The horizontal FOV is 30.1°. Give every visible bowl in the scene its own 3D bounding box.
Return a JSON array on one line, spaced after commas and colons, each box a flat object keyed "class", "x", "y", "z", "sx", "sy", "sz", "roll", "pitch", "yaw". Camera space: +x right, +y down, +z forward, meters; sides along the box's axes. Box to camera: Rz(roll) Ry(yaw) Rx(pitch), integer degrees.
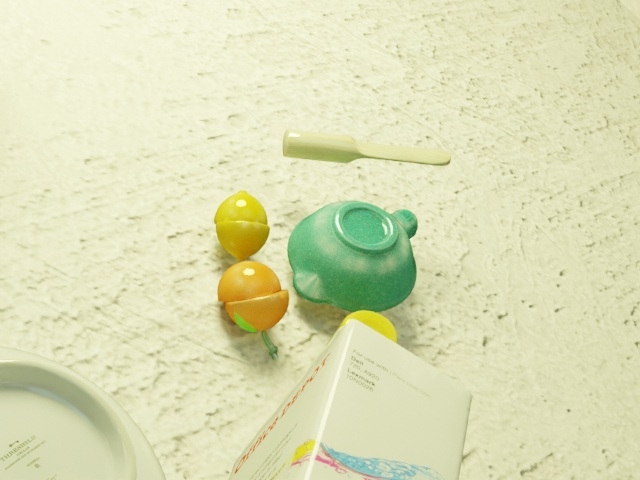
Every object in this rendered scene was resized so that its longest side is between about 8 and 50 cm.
[{"class": "bowl", "x": -0.211, "y": 0.172, "z": 0.776, "sx": 0.297, "sy": 0.134, "sz": 0.298, "roll": 21, "pitch": 39, "yaw": -18}]

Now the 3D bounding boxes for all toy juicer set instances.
[{"class": "toy juicer set", "x": 0.000, "y": 0.000, "z": 1.189, "sx": 0.209, "sy": 0.089, "sz": 0.329, "roll": 20, "pitch": 45, "yaw": 0}]

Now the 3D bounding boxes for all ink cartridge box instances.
[{"class": "ink cartridge box", "x": -0.006, "y": 0.222, "z": 0.825, "sx": 0.117, "sy": 0.201, "sz": 0.278, "roll": 31, "pitch": 36, "yaw": -7}]
